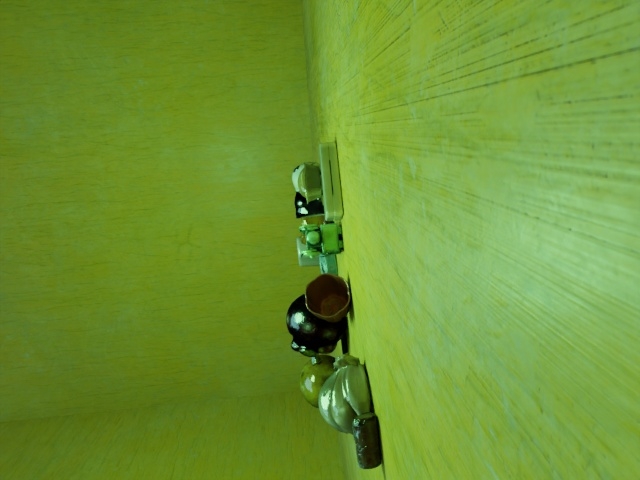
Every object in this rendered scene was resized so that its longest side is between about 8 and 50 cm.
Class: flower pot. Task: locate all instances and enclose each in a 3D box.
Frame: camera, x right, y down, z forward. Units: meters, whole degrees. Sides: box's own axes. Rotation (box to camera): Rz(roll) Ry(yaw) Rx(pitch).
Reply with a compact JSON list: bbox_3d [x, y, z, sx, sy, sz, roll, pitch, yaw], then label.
[{"bbox_3d":[0.043,0.255,1.681,0.173,0.190,0.191,69,-168,-57],"label":"flower pot"}]

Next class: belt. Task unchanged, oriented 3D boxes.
[{"bbox_3d":[0.046,0.135,2.185,0.147,0.082,0.163,-135,42,-69],"label":"belt"}]

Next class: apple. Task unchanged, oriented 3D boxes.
[{"bbox_3d":[0.023,0.712,2.054,0.264,0.264,0.264,175,90,-87],"label":"apple"}]

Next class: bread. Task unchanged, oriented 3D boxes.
[{"bbox_3d":[-0.025,-0.100,2.210,0.312,0.172,0.312,-179,90,-82],"label":"bread"}]

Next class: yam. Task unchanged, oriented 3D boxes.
[{"bbox_3d":[0.138,0.595,1.219,0.079,0.079,0.141,106,157,-82],"label":"yam"}]

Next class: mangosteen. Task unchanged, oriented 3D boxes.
[{"bbox_3d":[-0.033,0.397,1.944,0.313,0.297,0.297,-51,23,22],"label":"mangosteen"}]

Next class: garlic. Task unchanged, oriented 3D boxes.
[{"bbox_3d":[0.111,0.546,1.394,0.237,0.210,0.292,-34,49,47],"label":"garlic"}]

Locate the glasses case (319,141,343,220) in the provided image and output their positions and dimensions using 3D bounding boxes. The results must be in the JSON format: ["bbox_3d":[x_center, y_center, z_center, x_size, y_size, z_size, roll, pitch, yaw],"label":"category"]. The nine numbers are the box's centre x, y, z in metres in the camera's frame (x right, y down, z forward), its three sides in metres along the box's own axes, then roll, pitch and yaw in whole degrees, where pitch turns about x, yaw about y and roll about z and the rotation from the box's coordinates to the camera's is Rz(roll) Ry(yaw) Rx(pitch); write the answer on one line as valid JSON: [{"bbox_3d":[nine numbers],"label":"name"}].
[{"bbox_3d":[0.042,-0.244,1.705,0.131,0.070,0.313,98,167,-81],"label":"glasses case"}]

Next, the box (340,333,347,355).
[{"bbox_3d":[0.117,0.516,2.021,0.125,0.027,0.126,-110,14,-89],"label":"box"}]

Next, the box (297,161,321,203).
[{"bbox_3d":[-0.048,-0.252,1.773,0.111,0.111,0.177,92,173,-68],"label":"box"}]

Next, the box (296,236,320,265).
[{"bbox_3d":[-0.038,0.042,2.460,0.291,0.206,0.262,-105,11,-60],"label":"box"}]

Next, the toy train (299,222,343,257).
[{"bbox_3d":[0.000,0.000,1.848,0.272,0.188,0.159,91,174,-85],"label":"toy train"}]

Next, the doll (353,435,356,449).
[{"bbox_3d":[0.148,0.724,1.481,0.099,0.057,0.143,-141,38,-61],"label":"doll"}]

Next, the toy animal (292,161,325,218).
[{"bbox_3d":[-0.027,-0.240,1.945,0.212,0.212,0.267,-125,33,-84],"label":"toy animal"}]
